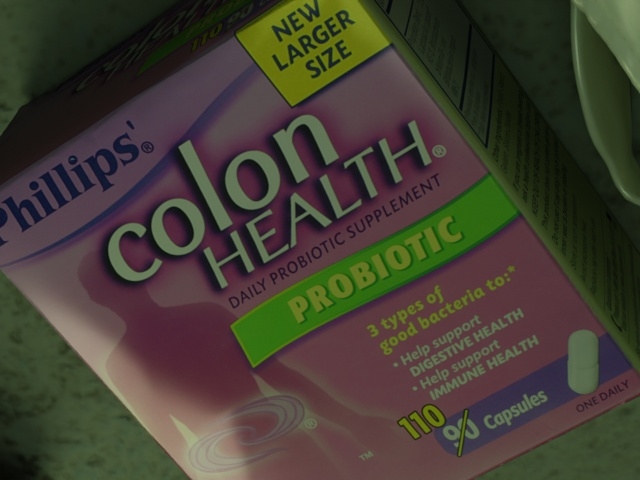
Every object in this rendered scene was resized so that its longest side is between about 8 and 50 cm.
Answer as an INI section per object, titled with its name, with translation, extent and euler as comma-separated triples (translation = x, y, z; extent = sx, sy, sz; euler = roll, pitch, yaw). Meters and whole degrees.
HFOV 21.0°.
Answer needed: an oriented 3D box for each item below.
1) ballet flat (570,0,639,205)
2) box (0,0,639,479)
[ballet flat]
translation = 0.208, -0.014, 0.772
extent = 0.139, 0.139, 0.400
euler = -22, 110, 19
[box]
translation = 0.000, 0.000, 0.800
extent = 0.213, 0.117, 0.243
euler = -30, 111, 22
